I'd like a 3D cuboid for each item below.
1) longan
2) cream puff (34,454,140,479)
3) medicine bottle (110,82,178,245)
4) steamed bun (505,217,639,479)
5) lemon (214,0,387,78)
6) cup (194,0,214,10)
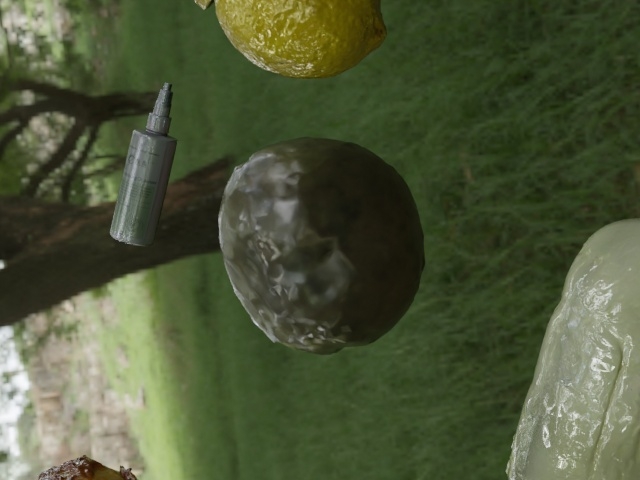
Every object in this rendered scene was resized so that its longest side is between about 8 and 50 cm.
[{"bbox_3d":[0.008,0.001,2.094,0.404,0.404,0.436,-141,30,-79],"label":"longan"},{"bbox_3d":[-0.223,0.369,0.927,0.350,0.229,0.350,173,90,-66],"label":"cream puff"},{"bbox_3d":[-0.208,-0.095,1.276,0.057,0.057,0.199,-123,48,-73],"label":"medicine bottle"},{"bbox_3d":[0.334,0.142,1.025,0.334,0.233,0.312,-36,-38,-63],"label":"steamed bun"},{"bbox_3d":[-0.033,-0.322,1.401,0.204,0.260,0.204,-63,-6,-13],"label":"lemon"},{"bbox_3d":[-0.117,-0.441,1.608,0.241,0.185,0.226,-46,10,27],"label":"cup"}]
